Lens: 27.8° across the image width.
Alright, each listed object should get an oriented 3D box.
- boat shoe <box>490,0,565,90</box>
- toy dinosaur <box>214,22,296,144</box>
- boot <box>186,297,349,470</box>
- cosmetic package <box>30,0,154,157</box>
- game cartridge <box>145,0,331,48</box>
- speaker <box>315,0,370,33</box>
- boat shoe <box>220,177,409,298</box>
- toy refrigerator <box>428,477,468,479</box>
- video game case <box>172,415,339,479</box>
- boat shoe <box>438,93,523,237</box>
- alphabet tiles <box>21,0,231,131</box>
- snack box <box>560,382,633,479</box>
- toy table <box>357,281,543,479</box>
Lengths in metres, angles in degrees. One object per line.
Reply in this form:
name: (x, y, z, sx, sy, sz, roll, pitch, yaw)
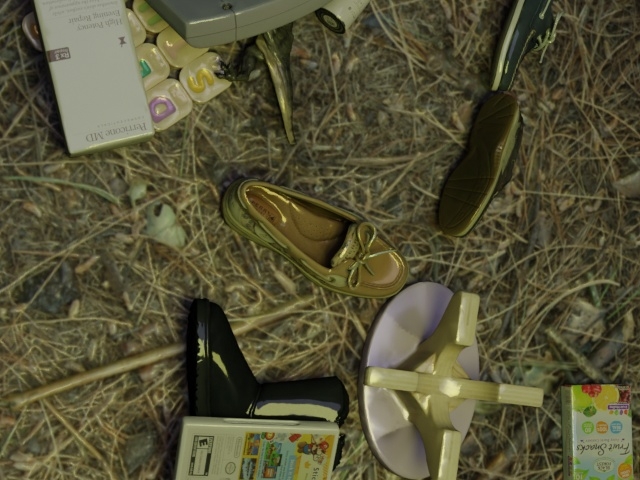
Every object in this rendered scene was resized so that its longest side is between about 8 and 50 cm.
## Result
boat shoe: (0.312, -0.326, 1.890, 0.079, 0.095, 0.254, 21, 70, -4)
toy dinosaur: (-0.081, -0.266, 1.764, 0.118, 0.064, 0.268, -2, 89, -37)
boot: (-0.070, 0.192, 1.716, 0.207, 0.094, 0.246, -4, 93, -15)
cosmetic package: (-0.296, -0.232, 1.668, 0.117, 0.085, 0.231, -15, 91, -12)
game cartridge: (-0.090, -0.361, 1.715, 0.297, 0.062, 0.198, -28, 60, -23)
speaker: (0.053, -0.359, 1.826, 0.055, 0.055, 0.136, 40, 75, -11)
boat shoe: (0.000, 0.000, 1.759, 0.285, 0.089, 0.104, 24, 78, -15)
toy refrigerator: (0.209, 0.378, 1.701, 0.094, 0.269, 0.102, 29, 78, -14)
video game case: (-0.093, 0.336, 1.684, 0.206, 0.026, 0.227, 5, 109, -16)
boat shoe: (0.241, -0.099, 1.854, 0.073, 0.080, 0.223, 33, 74, -45)
alphabet tiles: (-0.245, -0.296, 1.742, 0.278, 0.021, 0.284, -35, 97, -17)
snack box: (0.406, 0.281, 1.894, 0.100, 0.037, 0.141, 1, 85, -17)
toy table: (0.156, 0.192, 1.758, 0.252, 0.161, 0.274, -3, 87, -18)
